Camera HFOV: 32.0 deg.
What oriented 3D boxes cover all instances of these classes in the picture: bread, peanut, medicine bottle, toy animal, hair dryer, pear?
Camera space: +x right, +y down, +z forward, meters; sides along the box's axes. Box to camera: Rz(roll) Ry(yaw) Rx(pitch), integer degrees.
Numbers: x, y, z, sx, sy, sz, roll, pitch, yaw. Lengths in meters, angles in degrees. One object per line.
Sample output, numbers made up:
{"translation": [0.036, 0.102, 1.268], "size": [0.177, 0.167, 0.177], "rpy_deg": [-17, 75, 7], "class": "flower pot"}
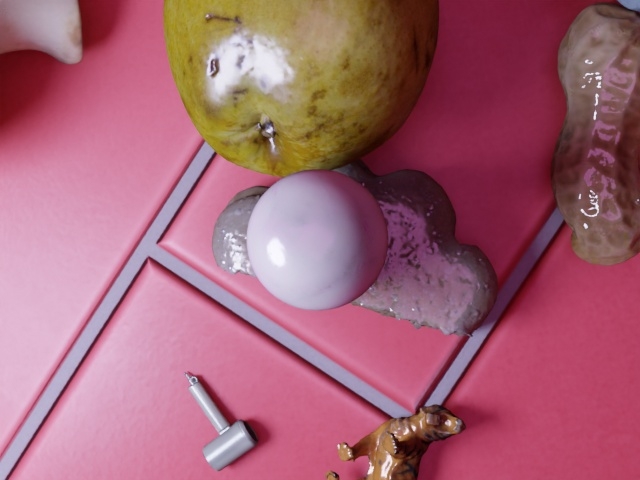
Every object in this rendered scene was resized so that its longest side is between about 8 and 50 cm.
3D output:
{"translation": [0.048, -0.005, 1.306], "size": [0.338, 0.102, 0.183], "rpy_deg": [15, 93, 3], "class": "bread"}
{"translation": [0.333, -0.120, 1.270], "size": [0.136, 0.120, 0.298], "rpy_deg": [6, 93, 32], "class": "peanut"}
{"translation": [0.000, 0.000, 1.089], "size": [0.130, 0.341, 0.130], "rpy_deg": [0, 89, 1], "class": "medicine bottle"}
{"translation": [0.081, 0.315, 1.327], "size": [0.116, 0.114, 0.255], "rpy_deg": [4, 98, -38], "class": "toy animal"}
{"translation": [-0.135, 0.215, 1.363], "size": [0.063, 0.038, 0.124], "rpy_deg": [-37, 83, 5], "class": "hair dryer"}
{"translation": [-0.024, -0.214, 1.205], "size": [0.304, 0.304, 0.303], "rpy_deg": [0, 92, 5], "class": "pear"}

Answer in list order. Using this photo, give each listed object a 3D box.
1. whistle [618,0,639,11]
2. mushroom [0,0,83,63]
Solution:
{"translation": [0.398, -0.291, 1.242], "size": [0.269, 0.180, 0.093], "rpy_deg": [5, 104, -29], "class": "whistle"}
{"translation": [-0.472, -0.197, 1.265], "size": [0.315, 0.356, 0.315], "rpy_deg": [-18, 63, 41], "class": "mushroom"}
